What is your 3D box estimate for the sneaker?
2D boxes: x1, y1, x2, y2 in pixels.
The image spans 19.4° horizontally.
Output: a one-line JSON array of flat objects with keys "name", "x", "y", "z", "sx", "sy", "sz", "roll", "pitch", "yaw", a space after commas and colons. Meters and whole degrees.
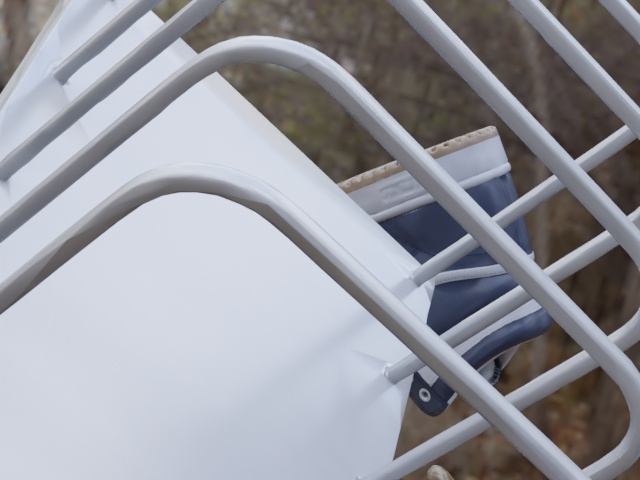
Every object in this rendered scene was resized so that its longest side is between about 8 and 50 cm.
[{"name": "sneaker", "x": 0.016, "y": 0.045, "z": 1.177, "sx": 0.282, "sy": 0.153, "sz": 0.099, "roll": -22, "pitch": 2, "yaw": 33}]

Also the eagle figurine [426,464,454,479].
[{"name": "eagle figurine", "x": 0.187, "y": 0.222, "z": 0.765, "sx": 0.226, "sy": 0.225, "sz": 0.298, "roll": 22, "pitch": -6, "yaw": -35}]

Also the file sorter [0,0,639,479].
[{"name": "file sorter", "x": 0.000, "y": 0.000, "z": 0.607, "sx": 0.193, "sy": 0.173, "sz": 0.278, "roll": 43, "pitch": 33, "yaw": -17}]
